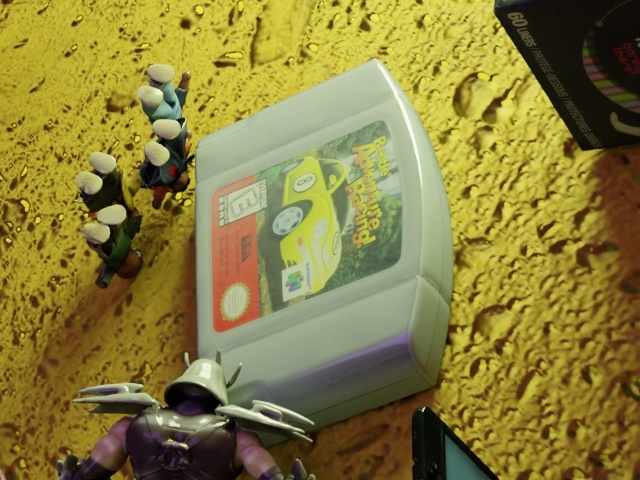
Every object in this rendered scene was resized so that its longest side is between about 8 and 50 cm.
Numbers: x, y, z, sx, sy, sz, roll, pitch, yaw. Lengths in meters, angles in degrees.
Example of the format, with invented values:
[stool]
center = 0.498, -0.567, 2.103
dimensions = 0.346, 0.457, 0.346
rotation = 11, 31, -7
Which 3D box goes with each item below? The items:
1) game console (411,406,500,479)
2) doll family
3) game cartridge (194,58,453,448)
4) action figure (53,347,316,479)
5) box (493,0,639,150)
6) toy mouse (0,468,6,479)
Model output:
[game console]
center = 0.109, 0.159, 0.890
dimensions = 0.071, 0.122, 0.107
rotation = -17, 49, 24
[doll family]
center = -0.144, -0.054, 1.261
dimensions = 0.076, 0.111, 0.193
rotation = 32, 76, 19
[game cartridge]
center = 0.000, 0.000, 1.144
dimensions = 0.196, 0.060, 0.294
rotation = -20, 48, 17
[action figure]
center = -0.099, 0.203, 1.012
dimensions = 0.185, 0.099, 0.285
rotation = 1, 65, 23
[box]
center = 0.272, -0.174, 0.995
dimensions = 0.270, 0.165, 0.143
rotation = -8, 53, 32
[toy mouse]
center = -0.277, 0.203, 1.203
dimensions = 0.161, 0.031, 0.143
rotation = 1, 59, 36
